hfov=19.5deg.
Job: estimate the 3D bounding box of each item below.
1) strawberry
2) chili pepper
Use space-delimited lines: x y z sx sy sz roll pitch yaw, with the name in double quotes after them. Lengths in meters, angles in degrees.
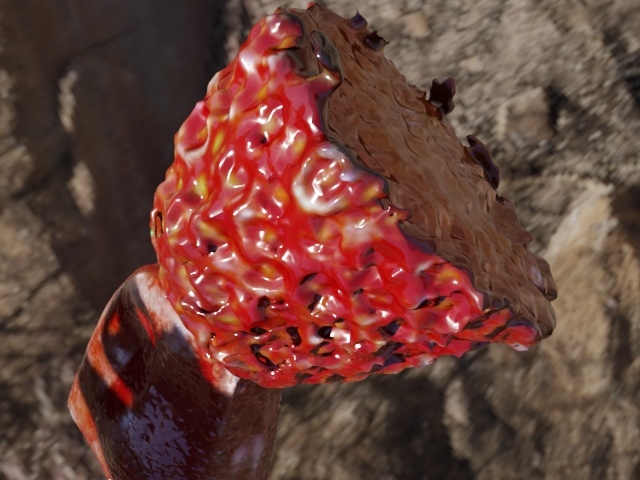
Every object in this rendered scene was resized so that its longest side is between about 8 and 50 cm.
0.000 0.000 0.955 0.178 0.234 0.234 -39 88 16 "strawberry"
-0.078 0.074 1.151 0.136 0.144 0.252 11 144 -9 "chili pepper"
